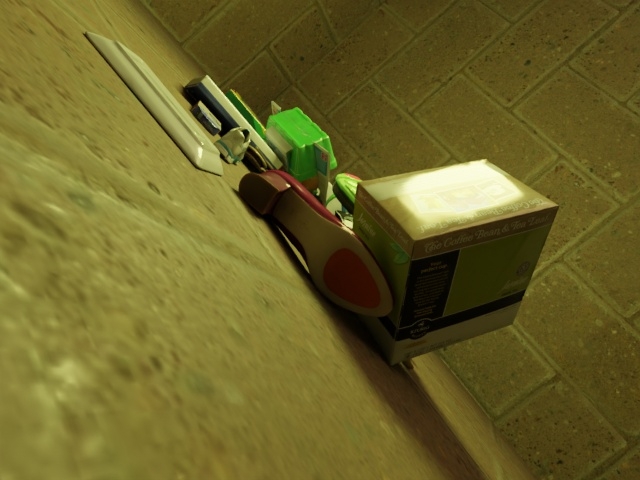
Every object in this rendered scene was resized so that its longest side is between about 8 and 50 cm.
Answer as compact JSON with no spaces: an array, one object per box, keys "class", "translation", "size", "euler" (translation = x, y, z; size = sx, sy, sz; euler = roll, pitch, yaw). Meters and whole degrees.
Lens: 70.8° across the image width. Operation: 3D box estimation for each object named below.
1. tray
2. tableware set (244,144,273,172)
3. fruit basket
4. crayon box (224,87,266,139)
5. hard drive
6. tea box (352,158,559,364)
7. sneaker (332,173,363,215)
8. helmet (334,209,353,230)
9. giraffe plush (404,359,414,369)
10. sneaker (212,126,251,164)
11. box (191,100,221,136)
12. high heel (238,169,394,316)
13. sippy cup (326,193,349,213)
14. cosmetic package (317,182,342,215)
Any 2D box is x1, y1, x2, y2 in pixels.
[{"class":"tray","translation":[-0.258,-0.224,0.747],"size":[0.270,0.030,0.145],"euler":[50,6,0]},{"class":"tableware set","translation":[-0.167,-0.194,1.311],"size":[0.194,0.039,0.128],"euler":[54,-12,-32]},{"class":"fruit basket","translation":[-0.081,-0.224,1.464],"size":[0.327,0.165,0.353],"euler":[50,-33,32]},{"class":"crayon box","translation":[-0.289,-0.458,1.828],"size":[0.313,0.106,0.363],"euler":[50,5,-20]},{"class":"hard drive","translation":[-0.259,-0.343,1.340],"size":[0.319,0.040,0.210],"euler":[48,-9,-29]},{"class":"tea box","translation":[0.252,0.037,0.944],"size":[0.220,0.328,0.324],"euler":[-125,-149,-47]},{"class":"sneaker","translation":[0.161,0.006,1.446],"size":[0.483,0.202,0.185],"euler":[57,22,-20]},{"class":"helmet","translation":[0.077,0.006,1.280],"size":[0.161,0.170,0.169],"euler":[26,18,-35]},{"class":"giraffe plush","translation":[0.244,0.209,1.180],"size":[0.181,0.170,0.210],"euler":[50,5,-2]},{"class":"sneaker","translation":[-0.194,-0.227,1.056],"size":[0.071,0.083,0.191],"euler":[47,4,-14]},{"class":"box","translation":[-0.290,-0.311,1.148],"size":[0.081,0.028,0.136],"euler":[48,7,-24]},{"class":"high heel","translation":[0.010,-0.008,0.896],"size":[0.377,0.127,0.181],"euler":[47,15,6]},{"class":"sippy cup","translation":[0.172,-0.057,1.636],"size":[0.305,0.224,0.239],"euler":[31,31,35]},{"class":"cosmetic package","translation":[0.038,-0.115,1.854],"size":[0.453,0.161,0.230],"euler":[49,5,-14]}]
